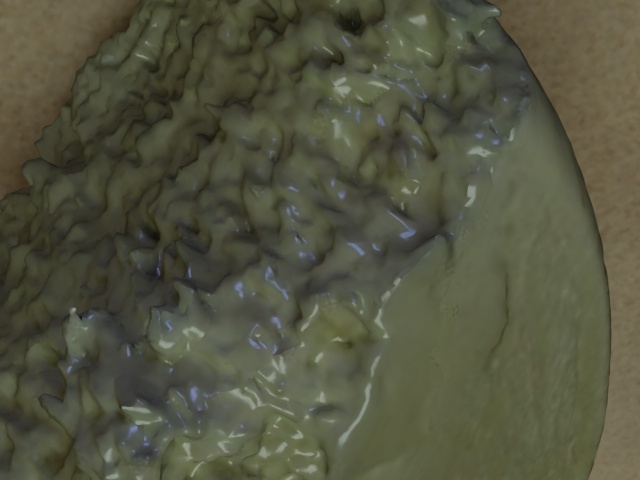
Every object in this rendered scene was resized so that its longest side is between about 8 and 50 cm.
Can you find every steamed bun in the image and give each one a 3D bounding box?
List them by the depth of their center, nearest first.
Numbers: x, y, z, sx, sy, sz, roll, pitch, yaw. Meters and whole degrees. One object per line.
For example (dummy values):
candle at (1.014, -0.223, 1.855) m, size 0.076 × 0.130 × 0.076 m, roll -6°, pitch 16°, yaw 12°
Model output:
steamed bun at (0.000, 0.000, 0.586) m, size 0.273 × 0.290 × 0.272 m, roll 22°, pitch 114°, yaw -35°
